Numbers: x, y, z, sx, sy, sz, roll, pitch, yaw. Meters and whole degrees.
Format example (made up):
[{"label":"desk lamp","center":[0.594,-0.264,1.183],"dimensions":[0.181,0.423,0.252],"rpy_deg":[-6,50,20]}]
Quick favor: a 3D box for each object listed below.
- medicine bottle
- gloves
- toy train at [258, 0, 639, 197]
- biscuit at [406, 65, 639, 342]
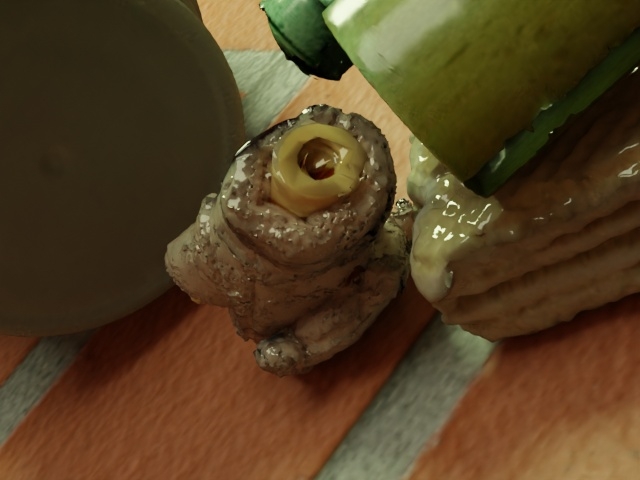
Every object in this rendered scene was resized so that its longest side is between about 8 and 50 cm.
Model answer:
[{"label":"medicine bottle","center":[-0.184,-0.098,0.832],"dimensions":[0.245,0.245,0.306],"rpy_deg":[-41,32,-2]},{"label":"gloves","center":[-0.006,0.003,0.642],"dimensions":[0.110,0.144,0.094],"rpy_deg":[-43,72,-4]},{"label":"toy train","center":[0.116,-0.153,0.551],"dimensions":[0.307,0.126,0.189],"rpy_deg":[-42,65,12]},{"label":"biscuit","center":[0.224,-0.086,0.543],"dimensions":[0.426,0.078,0.144],"rpy_deg":[-24,36,26]}]
